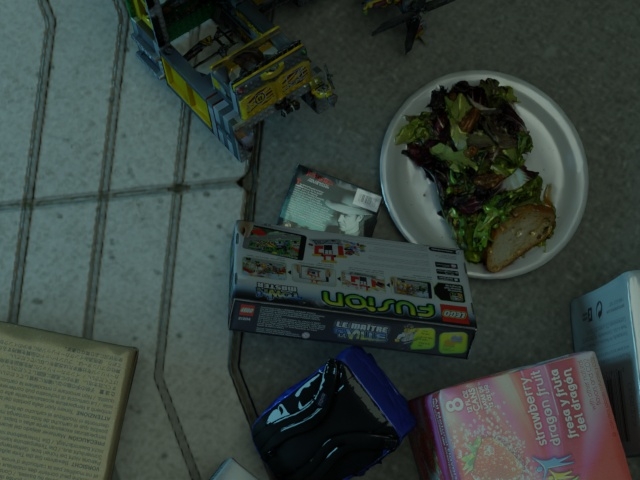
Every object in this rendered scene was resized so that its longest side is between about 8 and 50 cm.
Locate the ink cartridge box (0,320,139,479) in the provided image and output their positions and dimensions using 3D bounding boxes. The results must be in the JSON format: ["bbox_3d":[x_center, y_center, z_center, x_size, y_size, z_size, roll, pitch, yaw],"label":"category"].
[{"bbox_3d":[-0.283,0.161,1.158,0.235,0.088,0.193,13,79,-7],"label":"ink cartridge box"}]

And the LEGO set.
[{"bbox_3d":[-0.020,-0.224,1.188,0.331,0.255,0.192,-29,57,-24],"label":"LEGO set"}]

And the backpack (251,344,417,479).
[{"bbox_3d":[0.012,0.159,1.202,0.120,0.101,0.098,-39,82,18],"label":"backpack"}]

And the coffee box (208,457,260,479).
[{"bbox_3d":[-0.101,0.318,1.150,0.141,0.098,0.246,40,76,0],"label":"coffee box"}]

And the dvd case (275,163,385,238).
[{"bbox_3d":[0.000,0.000,1.273,0.087,0.013,0.119,20,78,-5],"label":"dvd case"}]

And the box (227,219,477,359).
[{"bbox_3d":[0.025,0.041,1.210,0.207,0.036,0.114,8,36,-7],"label":"box"}]

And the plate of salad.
[{"bbox_3d":[0.154,-0.064,1.292,0.200,0.048,0.199,2,79,-8],"label":"plate of salad"}]

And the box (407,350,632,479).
[{"bbox_3d":[0.184,0.258,1.180,0.142,0.154,0.299,-13,82,-11],"label":"box"}]

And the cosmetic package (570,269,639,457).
[{"bbox_3d":[0.335,0.108,1.234,0.184,0.151,0.151,-3,79,-10],"label":"cosmetic package"}]
